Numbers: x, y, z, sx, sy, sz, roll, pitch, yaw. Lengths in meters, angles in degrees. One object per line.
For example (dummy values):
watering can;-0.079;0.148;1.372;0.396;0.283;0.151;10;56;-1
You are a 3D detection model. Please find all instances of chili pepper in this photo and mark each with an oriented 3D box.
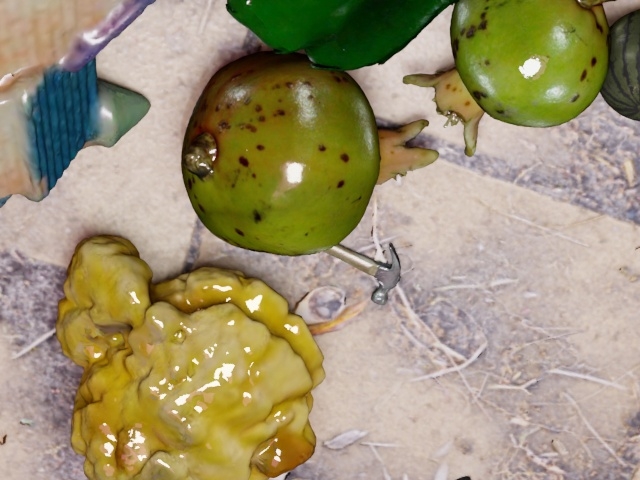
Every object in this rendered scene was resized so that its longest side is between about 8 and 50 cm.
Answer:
chili pepper;0.035;-0.282;1.445;0.248;0.233;0.257;32;114;-18

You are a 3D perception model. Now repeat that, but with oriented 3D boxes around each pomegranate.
pomegranate;-0.008;-0.085;1.556;0.246;0.198;0.198;-7;112;-2
pomegranate;0.180;-0.166;1.532;0.156;0.156;0.220;25;153;-7

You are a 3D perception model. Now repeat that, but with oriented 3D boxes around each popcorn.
popcorn;-0.136;0.135;1.643;0.265;0.225;0.332;-27;97;18

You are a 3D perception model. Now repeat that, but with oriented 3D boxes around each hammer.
hammer;0.000;0.000;1.682;0.182;0.017;0.062;27;111;-7

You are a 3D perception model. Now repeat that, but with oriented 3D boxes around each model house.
model house;-0.290;-0.200;1.519;0.280;0.245;0.312;-20;141;-17

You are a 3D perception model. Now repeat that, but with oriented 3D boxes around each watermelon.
watermelon;0.304;-0.153;1.543;0.105;0.133;0.105;14;143;10

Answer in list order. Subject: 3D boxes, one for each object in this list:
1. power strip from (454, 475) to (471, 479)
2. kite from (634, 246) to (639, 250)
power strip;0.116;0.290;1.786;0.111;0.038;0.029;-25;110;14
kite;0.405;0.002;1.668;0.198;0.006;0.244;-41;105;18
